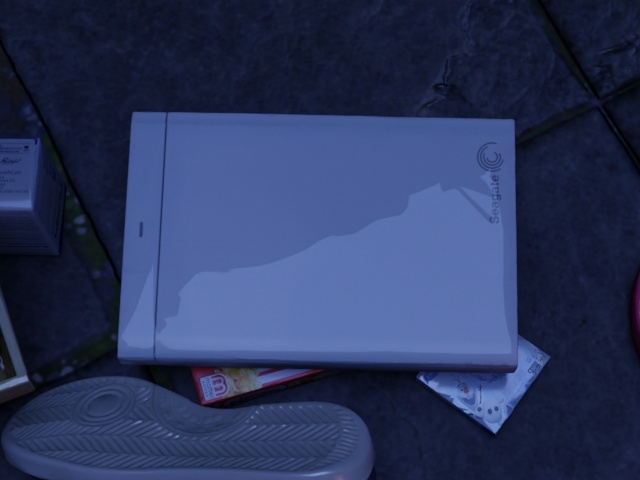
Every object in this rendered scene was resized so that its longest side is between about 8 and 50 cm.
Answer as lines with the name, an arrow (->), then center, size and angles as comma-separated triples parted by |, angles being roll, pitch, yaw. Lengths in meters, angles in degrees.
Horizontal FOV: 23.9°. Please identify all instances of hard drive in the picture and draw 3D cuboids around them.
hard drive -> 0.000, 0.000, 1.369 | 0.353, 0.047, 0.233 | 1, 74, 0

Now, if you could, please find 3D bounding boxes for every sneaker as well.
sneaker -> -0.116, 0.218, 1.324 | 0.350, 0.148, 0.131 | 6, 37, 23

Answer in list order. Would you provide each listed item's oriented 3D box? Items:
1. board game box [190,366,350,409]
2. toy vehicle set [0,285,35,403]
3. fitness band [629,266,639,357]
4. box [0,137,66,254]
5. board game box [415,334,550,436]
board game box -> -0.035, 0.062, 1.400 | 0.193, 0.045, 0.147 | -16, 74, -4
toy vehicle set -> -0.361, 0.031, 1.269 | 0.166, 0.035, 0.267 | -21, 72, -7
fitness band -> 0.415, 0.101, 1.381 | 0.209, 0.054, 0.291 | -38, 76, -7
box -> -0.308, -0.039, 1.386 | 0.126, 0.137, 0.072 | 1, 72, 1
board game box -> 0.149, 0.118, 1.393 | 0.090, 0.020, 0.090 | 36, 78, 10
